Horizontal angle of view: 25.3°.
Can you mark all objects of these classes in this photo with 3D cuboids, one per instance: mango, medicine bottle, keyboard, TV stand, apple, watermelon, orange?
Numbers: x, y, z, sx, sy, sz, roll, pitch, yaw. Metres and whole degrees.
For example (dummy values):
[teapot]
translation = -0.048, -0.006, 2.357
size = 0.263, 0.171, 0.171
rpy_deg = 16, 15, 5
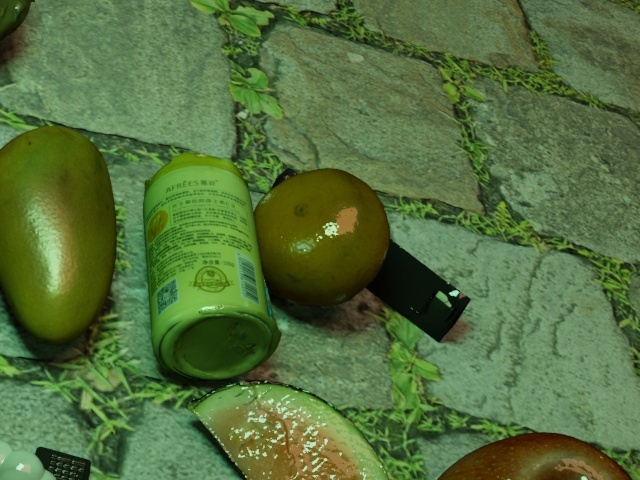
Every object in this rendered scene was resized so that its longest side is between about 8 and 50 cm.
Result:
[mango]
translation = -0.266, -0.008, 1.377
size = 0.138, 0.113, 0.253
rpy_deg = 13, 48, -27
[medicine bottle]
translation = -0.117, 0.020, 1.432
size = 0.124, 0.124, 0.239
rpy_deg = 11, 42, -22
[keyboard]
translation = -0.229, 0.240, 1.206
size = 0.053, 0.010, 0.155
rpy_deg = 17, 40, -14
[TV stand]
translation = 0.049, 0.014, 1.603
size = 0.256, 0.049, 0.040
rpy_deg = 37, 40, 9
[apple]
translation = 0.196, 0.277, 1.306
size = 0.210, 0.173, 0.235
rpy_deg = 38, 40, 11
[watermelon]
translation = -0.013, 0.213, 1.343
size = 0.245, 0.063, 0.119
rpy_deg = 43, 58, 8
[orange]
translation = 0.000, 0.000, 1.514
size = 0.124, 0.156, 0.156
rpy_deg = 55, 11, -50

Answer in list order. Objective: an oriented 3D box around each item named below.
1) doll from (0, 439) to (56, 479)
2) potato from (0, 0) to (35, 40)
[doll]
translation = -0.280, 0.224, 1.147
size = 0.106, 0.062, 0.162
rpy_deg = 22, 37, 11
[potato]
translation = -0.422, -0.264, 1.539
size = 0.191, 0.141, 0.296
rpy_deg = 23, 36, 17
